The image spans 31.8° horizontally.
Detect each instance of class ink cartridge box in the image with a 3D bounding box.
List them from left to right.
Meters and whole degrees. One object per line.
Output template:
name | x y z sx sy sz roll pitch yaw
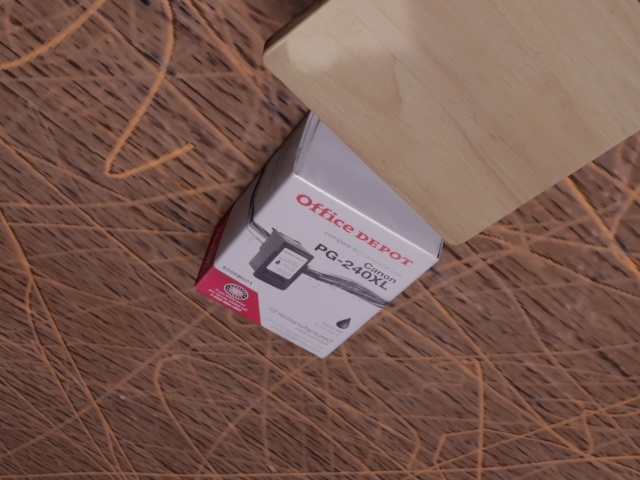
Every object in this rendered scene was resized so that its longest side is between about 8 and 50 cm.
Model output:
ink cartridge box | 0.000 0.000 0.738 0.109 0.063 0.150 30 138 -13

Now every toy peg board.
toy peg board | 0.082 -0.107 0.595 0.160 0.079 0.161 -35 119 25
